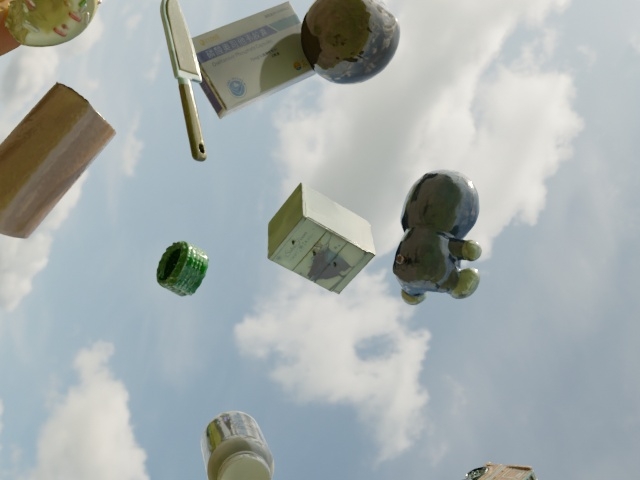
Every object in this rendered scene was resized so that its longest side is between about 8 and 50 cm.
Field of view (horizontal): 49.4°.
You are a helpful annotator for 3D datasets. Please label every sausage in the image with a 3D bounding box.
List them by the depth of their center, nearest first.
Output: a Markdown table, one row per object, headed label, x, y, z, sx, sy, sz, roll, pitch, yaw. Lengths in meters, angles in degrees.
| label | x | y | z | sx | sy | sz | roll | pitch | yaw |
| --- | --- | --- | --- | --- | --- | --- | --- | --- | --- |
| sausage | -0.438 | -0.114 | 1.069 | 0.253 | 0.123 | 0.123 | -54 | -149 | -16 |

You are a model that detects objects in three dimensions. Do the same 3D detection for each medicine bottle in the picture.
| label | x | y | z | sx | sy | sz | roll | pitch | yaw |
| --- | --- | --- | --- | --- | --- | --- | --- | --- | --- |
| medicine bottle | -0.134 | 0.354 | 1.128 | 0.191 | 0.106 | 0.107 | -163 | -90 | -75 |

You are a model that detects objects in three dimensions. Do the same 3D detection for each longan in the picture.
| label | x | y | z | sx | sy | sz | roll | pitch | yaw |
| --- | --- | --- | --- | --- | --- | --- | --- | --- | --- |
| longan | 0.077 | -0.517 | 1.756 | 0.258 | 0.258 | 0.258 | -28 | -126 | 46 |

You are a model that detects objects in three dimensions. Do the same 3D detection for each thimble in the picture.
| label | x | y | z | sx | sy | sz | roll | pitch | yaw |
| --- | --- | --- | --- | --- | --- | --- | --- | --- | --- |
| thimble | -0.343 | 0.072 | 1.724 | 0.118 | 0.090 | 0.130 | -22 | -131 | 33 |

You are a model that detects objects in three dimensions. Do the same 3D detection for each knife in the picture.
| label | x | y | z | sx | sy | sz | roll | pitch | yaw |
| --- | --- | --- | --- | --- | --- | --- | --- | --- | --- |
| knife | -0.239 | -0.295 | 1.232 | 0.027 | 0.061 | 0.343 | -24 | -106 | 35 |

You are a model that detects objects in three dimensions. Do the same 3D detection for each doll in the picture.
| label | x | y | z | sx | sy | sz | roll | pitch | yaw |
| --- | --- | --- | --- | --- | --- | --- | --- | --- | --- |
| doll | 0.227 | -0.014 | 1.378 | 0.228 | 0.154 | 0.259 | -16 | -131 | 54 |

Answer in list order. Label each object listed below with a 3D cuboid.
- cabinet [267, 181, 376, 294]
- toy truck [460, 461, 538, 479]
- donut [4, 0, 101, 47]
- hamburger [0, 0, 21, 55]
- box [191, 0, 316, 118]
| label | x | y | z | sx | sy | sz | roll | pitch | yaw |
| --- | --- | --- | --- | --- | --- | --- | --- | --- | --- |
| cabinet | 0.000 | 0.000 | 1.636 | 0.145 | 0.206 | 0.150 | -49 | -155 | 27 |
| toy truck | 0.324 | 0.575 | 1.410 | 0.162 | 0.305 | 0.136 | -28 | -95 | 51 |
| donut | -0.324 | -0.304 | 0.862 | 0.166 | 0.108 | 0.065 | -53 | -136 | 43 |
| hamburger | -0.562 | -0.364 | 1.135 | 0.087 | 0.166 | 0.137 | 39 | -46 | 10 |
| box | -0.169 | -0.471 | 1.799 | 0.200 | 0.343 | 0.065 | 59 | -31 | -4 |
